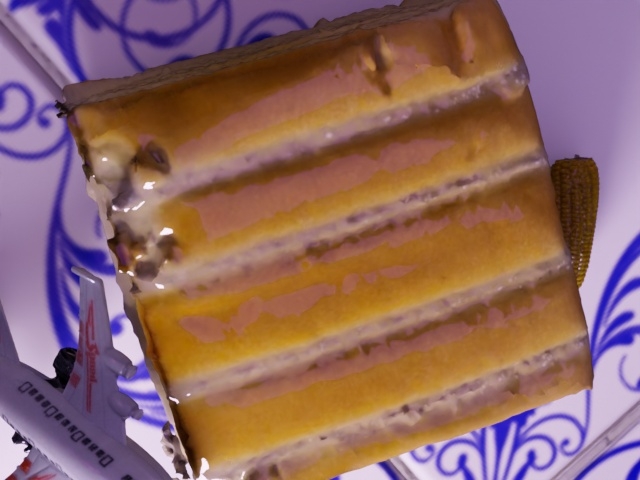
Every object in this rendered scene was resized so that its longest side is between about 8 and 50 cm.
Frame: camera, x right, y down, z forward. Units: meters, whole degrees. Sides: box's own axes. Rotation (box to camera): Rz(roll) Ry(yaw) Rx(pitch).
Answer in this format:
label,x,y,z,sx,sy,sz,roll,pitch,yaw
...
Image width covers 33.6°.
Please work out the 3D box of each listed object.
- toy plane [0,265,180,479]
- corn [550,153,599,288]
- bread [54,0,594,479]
label,x,y,z,sx,sy,sz,roll,pitch,yaw
toy plane,-0.136,0.102,0.571,0.171,0.065,0.162,32,98,11
corn,0.155,-0.008,0.667,0.037,0.037,0.092,3,99,-17
bread,0.000,0.000,0.585,0.246,0.111,0.239,-19,106,-7
